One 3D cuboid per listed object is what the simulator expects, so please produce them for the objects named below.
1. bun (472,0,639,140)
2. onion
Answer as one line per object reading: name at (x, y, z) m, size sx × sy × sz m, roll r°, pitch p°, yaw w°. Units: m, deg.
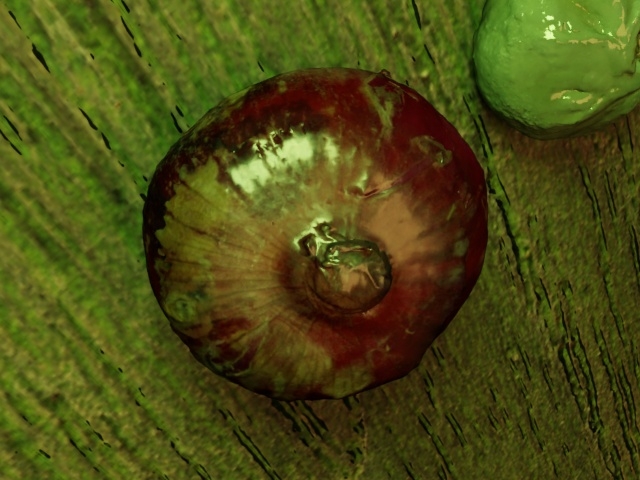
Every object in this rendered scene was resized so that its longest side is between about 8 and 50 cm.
bun at (0.223, -0.173, 0.699) m, size 0.195 × 0.118 × 0.195 m, roll -16°, pitch 123°, yaw -26°
onion at (0.000, 0.000, 0.583) m, size 0.246 × 0.190 × 0.246 m, roll -5°, pitch 111°, yaw -13°
